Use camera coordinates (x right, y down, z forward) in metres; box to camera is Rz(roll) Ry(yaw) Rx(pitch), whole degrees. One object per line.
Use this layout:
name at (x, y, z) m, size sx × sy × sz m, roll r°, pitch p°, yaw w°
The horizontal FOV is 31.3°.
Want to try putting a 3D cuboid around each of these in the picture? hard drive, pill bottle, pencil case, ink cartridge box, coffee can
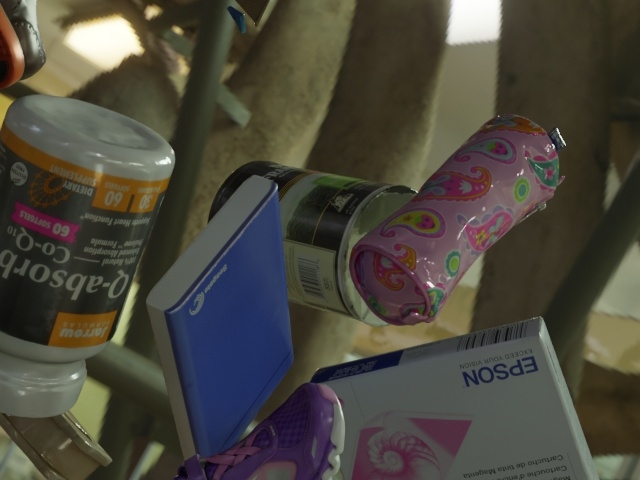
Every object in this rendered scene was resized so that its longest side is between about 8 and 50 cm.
hard drive at (-0.105, 0.107, 1.318) m, size 0.040 × 0.210 × 0.318 m, roll 21°, pitch -38°, yaw 21°
pill bottle at (-0.253, 0.016, 1.080) m, size 0.162 × 0.278 × 0.162 m, roll 19°, pitch 16°, yaw -6°
pencil case at (0.156, -0.026, 1.267) m, size 0.124 × 0.284 × 0.124 m, roll 32°, pitch -35°, yaw 26°
ink cartridge box at (0.188, 0.290, 1.523) m, size 0.071 × 0.324 × 0.330 m, roll -55°, pitch 126°, yaw -65°
coffee can at (0.000, 0.000, 1.659) m, size 0.275 × 0.201 × 0.201 m, roll 13°, pitch -18°, yaw 41°

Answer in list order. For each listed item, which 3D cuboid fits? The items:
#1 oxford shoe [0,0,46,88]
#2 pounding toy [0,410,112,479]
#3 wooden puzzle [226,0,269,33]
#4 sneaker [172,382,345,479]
oxford shoe at (-0.407, -0.322, 1.375) m, size 0.097 × 0.271 × 0.098 m, roll -5°, pitch 18°, yaw 28°
pounding toy at (-0.458, 0.282, 1.717) m, size 0.269 × 0.155 × 0.154 m, roll 46°, pitch -8°, yaw 10°
wooden puzzle at (-0.074, -0.256, 1.127) m, size 0.078 × 0.014 × 0.116 m, roll 56°, pitch -26°, yaw -1°
sneaker at (-0.073, 0.216, 1.014) m, size 0.104 × 0.236 × 0.095 m, roll 28°, pitch 21°, yaw -28°
